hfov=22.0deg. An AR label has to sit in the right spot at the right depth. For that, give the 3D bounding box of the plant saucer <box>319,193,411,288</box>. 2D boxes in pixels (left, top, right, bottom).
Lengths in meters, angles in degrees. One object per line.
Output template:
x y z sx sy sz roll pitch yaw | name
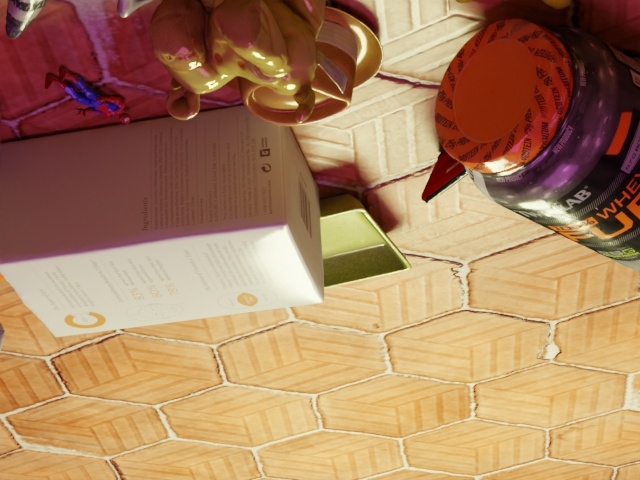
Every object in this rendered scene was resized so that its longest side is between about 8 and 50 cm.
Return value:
0.000 0.000 2.136 0.188 0.045 0.188 -13 150 18 | plant saucer

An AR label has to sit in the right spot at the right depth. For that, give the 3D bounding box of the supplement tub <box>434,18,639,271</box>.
0.296 -0.104 1.796 0.338 0.207 0.207 22 143 -39 | supplement tub

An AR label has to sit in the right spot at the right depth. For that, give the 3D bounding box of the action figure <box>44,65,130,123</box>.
-0.255 -0.157 1.841 0.038 0.030 0.115 -28 145 31 | action figure

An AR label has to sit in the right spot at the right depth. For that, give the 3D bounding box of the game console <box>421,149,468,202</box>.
0.204 -0.094 1.942 0.085 0.124 0.144 37 139 -13 | game console

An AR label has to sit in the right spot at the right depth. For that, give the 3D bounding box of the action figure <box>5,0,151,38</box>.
-0.167 -0.269 1.396 0.341 0.178 0.330 37 160 -7 | action figure

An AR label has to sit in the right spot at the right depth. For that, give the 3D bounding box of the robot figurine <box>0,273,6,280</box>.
-0.460 -0.010 1.992 0.219 0.158 0.128 15 105 -30 | robot figurine

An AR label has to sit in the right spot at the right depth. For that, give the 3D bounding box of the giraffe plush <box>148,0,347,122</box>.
-0.092 -0.207 1.625 0.171 0.181 0.210 -4 137 28 | giraffe plush

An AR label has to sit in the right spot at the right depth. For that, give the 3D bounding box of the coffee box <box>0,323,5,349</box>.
-0.508 0.099 2.025 0.168 0.118 0.297 11 -167 -25 | coffee box

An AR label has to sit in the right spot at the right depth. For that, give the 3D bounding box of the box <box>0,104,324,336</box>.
-0.187 -0.020 1.954 0.345 0.168 0.215 -8 152 9 | box

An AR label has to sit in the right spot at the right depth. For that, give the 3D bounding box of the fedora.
-0.027 -0.176 1.767 0.194 0.079 0.194 -3 152 -1 | fedora

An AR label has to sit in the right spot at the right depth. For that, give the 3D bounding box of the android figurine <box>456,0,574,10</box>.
0.200 -0.311 1.564 0.248 0.056 0.273 -20 149 30 | android figurine
